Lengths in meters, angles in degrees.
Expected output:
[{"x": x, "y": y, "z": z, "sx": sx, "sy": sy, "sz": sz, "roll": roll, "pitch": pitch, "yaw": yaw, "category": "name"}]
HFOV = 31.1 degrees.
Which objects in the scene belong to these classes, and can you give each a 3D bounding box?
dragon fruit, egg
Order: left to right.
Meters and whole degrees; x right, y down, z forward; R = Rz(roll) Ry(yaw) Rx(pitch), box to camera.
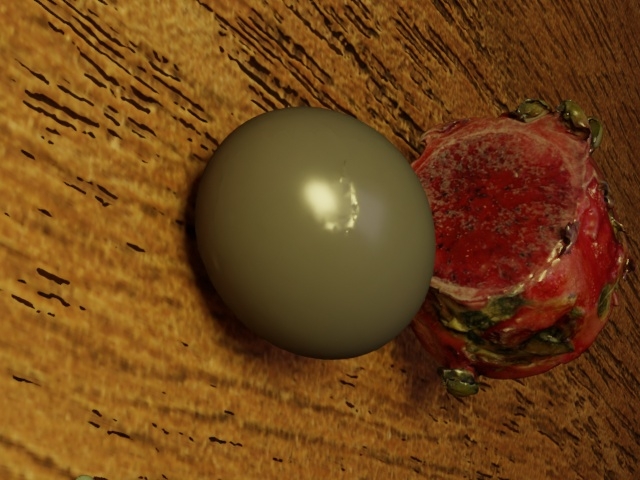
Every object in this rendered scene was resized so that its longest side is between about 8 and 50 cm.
[{"x": 0.000, "y": 0.000, "z": 0.733, "sx": 0.198, "sy": 0.146, "sz": 0.146, "roll": 64, "pitch": 34, "yaw": -49, "category": "egg"}, {"x": 0.144, "y": -0.015, "z": 0.955, "sx": 0.147, "sy": 0.211, "sz": 0.282, "roll": 41, "pitch": 72, "yaw": -45, "category": "dragon fruit"}]

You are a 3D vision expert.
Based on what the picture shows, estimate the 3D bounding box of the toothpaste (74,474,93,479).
[{"x": -0.086, "y": 0.201, "z": 0.556, "sx": 0.204, "sy": 0.031, "sz": 0.049, "roll": 60, "pitch": -6, "yaw": 34, "category": "toothpaste"}]
